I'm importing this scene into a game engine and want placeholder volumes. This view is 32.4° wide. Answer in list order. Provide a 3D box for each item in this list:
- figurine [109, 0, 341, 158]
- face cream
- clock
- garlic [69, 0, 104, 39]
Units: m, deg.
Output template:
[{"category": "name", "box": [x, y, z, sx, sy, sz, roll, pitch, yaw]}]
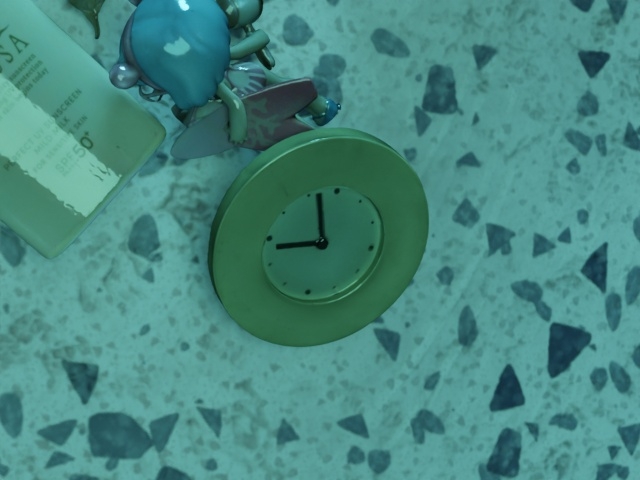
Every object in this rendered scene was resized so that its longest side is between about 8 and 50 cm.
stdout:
[{"category": "figurine", "box": [-0.075, -0.175, 1.060, 0.260, 0.103, 0.205, 23, 70, -37]}, {"category": "face cream", "box": [-0.321, -0.158, 1.013, 0.348, 0.081, 0.173, 44, 75, -15]}, {"category": "clock", "box": [0.000, 0.000, 1.106, 0.235, 0.029, 0.235, -11, 120, -19]}, {"category": "garlic", "box": [-0.216, -0.281, 1.047, 0.084, 0.066, 0.152, 25, 83, -19]}]
